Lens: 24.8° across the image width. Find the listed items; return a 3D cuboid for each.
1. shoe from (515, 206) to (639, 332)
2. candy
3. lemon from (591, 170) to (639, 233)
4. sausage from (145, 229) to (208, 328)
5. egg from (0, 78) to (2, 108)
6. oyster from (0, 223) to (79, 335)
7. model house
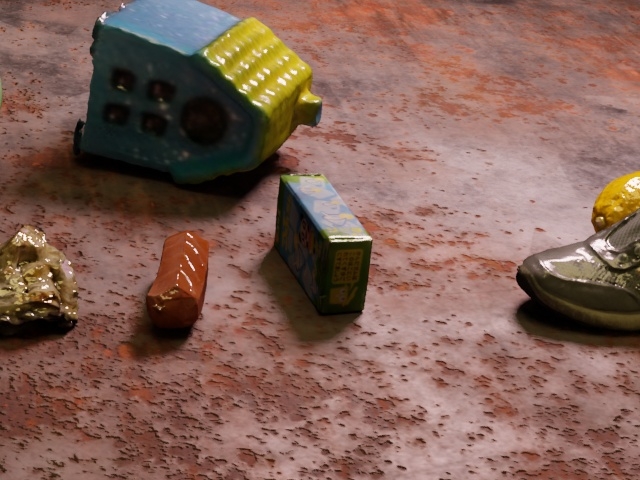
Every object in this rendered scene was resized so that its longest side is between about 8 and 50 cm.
[{"bbox_3d":[0.400,0.005,1.718,0.336,0.171,0.132,-1,26,-17],"label":"shoe"},{"bbox_3d":[0.000,0.000,1.720,0.062,0.097,0.194,-3,27,-18],"label":"candy"},{"bbox_3d":[0.412,-0.032,1.875,0.155,0.114,0.114,-16,33,-33],"label":"lemon"},{"bbox_3d":[-0.156,0.049,1.616,0.065,0.065,0.169,6,25,-2],"label":"sausage"},{"bbox_3d":[-0.545,-0.195,1.862,0.269,0.220,0.220,3,25,-6],"label":"egg"},{"bbox_3d":[-0.348,0.035,1.586,0.191,0.081,0.163,7,29,11],"label":"oyster"},{"bbox_3d":[-0.158,-0.205,2.005,0.303,0.215,0.237,15,25,10],"label":"model house"}]
